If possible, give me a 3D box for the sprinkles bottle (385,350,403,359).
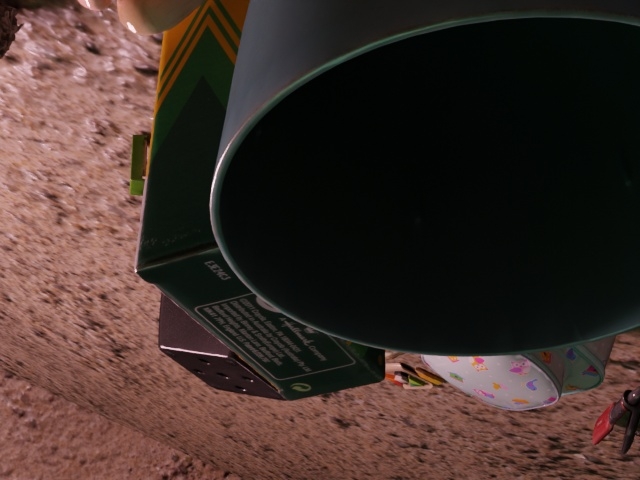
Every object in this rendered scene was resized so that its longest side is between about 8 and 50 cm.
[{"bbox_3d":[0.000,0.000,1.163,0.121,0.121,0.355,5,153,34],"label":"sprinkles bottle"}]

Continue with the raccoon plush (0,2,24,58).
[{"bbox_3d":[-0.464,-0.237,0.944,0.299,0.216,0.446,4,153,18],"label":"raccoon plush"}]

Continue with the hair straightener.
[{"bbox_3d":[0.410,0.223,1.430,0.089,0.047,0.230,17,153,9],"label":"hair straightener"}]

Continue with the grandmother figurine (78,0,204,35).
[{"bbox_3d":[-0.151,-0.275,0.641,0.208,0.104,0.342,33,157,35],"label":"grandmother figurine"}]

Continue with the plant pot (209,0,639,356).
[{"bbox_3d":[0.089,-0.105,0.634,0.293,0.235,0.293,0,146,0],"label":"plant pot"}]

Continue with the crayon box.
[{"bbox_3d":[-0.030,-0.077,0.810,0.083,0.323,0.203,-15,144,22],"label":"crayon box"}]

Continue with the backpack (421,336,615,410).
[{"bbox_3d":[0.209,0.096,1.176,0.188,0.144,0.166,27,152,-22],"label":"backpack"}]

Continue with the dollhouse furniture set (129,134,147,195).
[{"bbox_3d":[-0.132,-0.074,1.238,0.152,0.058,0.076,4,152,-8],"label":"dollhouse furniture set"}]

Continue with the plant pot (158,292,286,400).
[{"bbox_3d":[-0.090,0.093,1.396,0.187,0.167,0.188,4,153,37],"label":"plant pot"}]

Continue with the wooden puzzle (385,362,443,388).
[{"bbox_3d":[0.120,0.201,1.657,0.078,0.014,0.116,31,156,-22],"label":"wooden puzzle"}]
